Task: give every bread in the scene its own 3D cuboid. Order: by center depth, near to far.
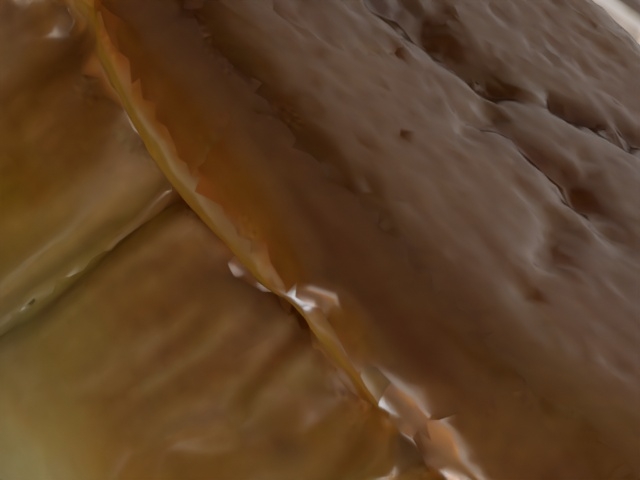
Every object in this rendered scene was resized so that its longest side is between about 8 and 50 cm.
[{"bbox_3d":[0.005,-0.001,0.465,0.388,0.183,0.236,53,-161,17],"label":"bread"}]
